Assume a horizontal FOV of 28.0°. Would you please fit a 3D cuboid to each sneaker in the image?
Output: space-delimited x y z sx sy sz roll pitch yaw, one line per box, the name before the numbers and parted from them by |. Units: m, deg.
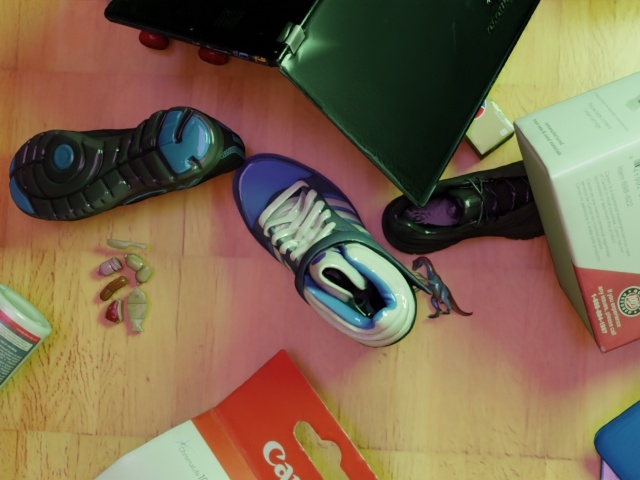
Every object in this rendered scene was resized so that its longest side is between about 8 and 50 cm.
sneaker | 0.220 -0.046 1.660 0.286 0.130 0.109 -17 83 2
sneaker | -0.261 -0.092 1.713 0.341 0.140 0.125 -7 84 25
sneaker | 0.000 0.001 1.621 0.130 0.236 0.323 -42 84 1

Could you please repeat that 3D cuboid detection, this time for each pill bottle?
pill bottle | -0.457 0.154 1.715 0.108 0.108 0.180 41 89 7

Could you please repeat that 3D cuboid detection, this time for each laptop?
laptop | 0.016 -0.307 1.655 0.408 0.236 0.382 19 63 25

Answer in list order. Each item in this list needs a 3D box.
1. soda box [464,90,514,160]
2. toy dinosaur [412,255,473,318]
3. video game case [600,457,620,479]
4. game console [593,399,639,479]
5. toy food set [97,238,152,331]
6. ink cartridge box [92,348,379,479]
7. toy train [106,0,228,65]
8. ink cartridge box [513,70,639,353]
soda box | 0.182 -0.197 1.708 0.058 0.061 0.181 -38 83 2
toy dinosaur | 0.152 0.062 1.713 0.090 0.047 0.082 7 71 -30
video game case | 0.449 0.308 1.668 0.166 0.015 0.119 3 85 6
game console | 0.549 0.269 1.643 0.250 0.173 0.293 -38 86 -34
toy food set | -0.269 0.061 1.752 0.078 0.019 0.122 8 94 6
ink cartridge box | -0.121 0.367 1.623 0.385 0.091 0.308 -41 68 9
toy train | -0.226 -0.321 1.714 0.248 0.143 0.105 15 87 6
ink cartridge box | 0.465 -0.072 1.562 0.385 0.160 0.279 -21 120 2
